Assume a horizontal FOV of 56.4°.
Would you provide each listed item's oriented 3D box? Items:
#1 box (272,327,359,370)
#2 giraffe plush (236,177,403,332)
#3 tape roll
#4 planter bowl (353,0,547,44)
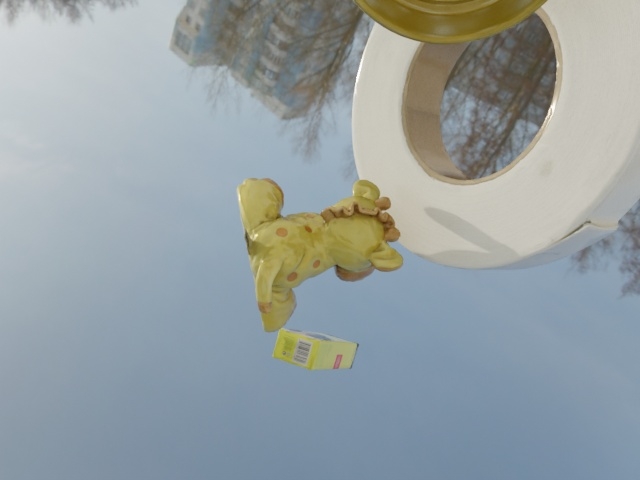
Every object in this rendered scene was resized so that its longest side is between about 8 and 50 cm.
[{"bbox_3d":[-0.003,0.210,1.147,0.087,0.058,0.232,14,174,21],"label":"box"},{"bbox_3d":[0.000,0.000,0.695,0.170,0.210,0.181,-11,-100,-6],"label":"giraffe plush"},{"bbox_3d":[0.188,-0.159,0.663,0.072,0.392,0.392,3,-139,-40],"label":"tape roll"},{"bbox_3d":[0.114,-0.290,0.511,0.217,0.217,0.090,20,-139,-10],"label":"planter bowl"}]
